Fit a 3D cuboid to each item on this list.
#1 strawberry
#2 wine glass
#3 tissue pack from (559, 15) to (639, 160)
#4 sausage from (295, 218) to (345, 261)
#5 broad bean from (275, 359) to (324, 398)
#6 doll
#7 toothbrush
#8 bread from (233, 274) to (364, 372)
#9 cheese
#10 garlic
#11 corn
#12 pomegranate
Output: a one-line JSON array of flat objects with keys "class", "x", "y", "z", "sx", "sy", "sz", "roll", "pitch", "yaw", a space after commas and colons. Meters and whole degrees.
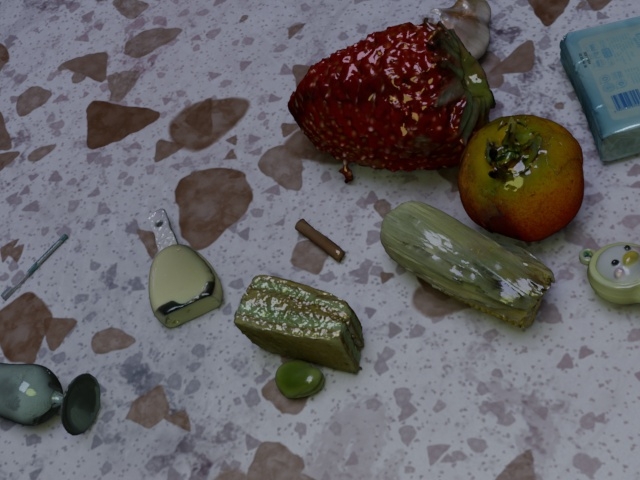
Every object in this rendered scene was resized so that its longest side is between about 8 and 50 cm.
[{"class": "strawberry", "x": 0.126, "y": -0.225, "z": 1.742, "sx": 0.343, "sy": 0.292, "sz": 0.292, "roll": -25, "pitch": 47, "yaw": 30}, {"class": "wine glass", "x": -0.487, "y": 0.254, "z": 1.639, "sx": 0.231, "sy": 0.103, "sz": 0.103, "roll": 5, "pitch": 56, "yaw": 24}, {"class": "tissue pack", "x": 0.540, "y": -0.270, "z": 1.736, "sx": 0.177, "sy": 0.089, "sz": 0.263, "roll": -13, "pitch": 50, "yaw": 5}, {"class": "sausage", "x": 0.000, "y": 0.000, "z": 1.731, "sx": 0.026, "sy": 0.026, "sz": 0.116, "roll": -42, "pitch": 56, "yaw": -15}, {"class": "broad bean", "x": -0.035, "y": 0.221, "z": 1.569, "sx": 0.083, "sy": 0.045, "sz": 0.063, "roll": 4, "pitch": 68, "yaw": 28}, {"class": "doll", "x": 0.516, "y": 0.072, "z": 1.472, "sx": 0.296, "sy": 0.117, "sz": 0.141, "roll": 28, "pitch": 64, "yaw": 30}, {"class": "toothbrush", "x": -0.537, "y": 0.047, "z": 1.858, "sx": 0.014, "sy": 0.011, "sz": 0.167, "roll": 26, "pitch": 66, "yaw": 36}, {"class": "bread", "x": -0.026, "y": 0.132, "z": 1.574, "sx": 0.196, "sy": 0.138, "sz": 0.102, "roll": 13, "pitch": 70, "yaw": 23}, {"class": "cheese", "x": -0.261, "y": 0.035, "z": 1.763, "sx": 0.127, "sy": 0.054, "sz": 0.251, "roll": -24, "pitch": 51, "yaw": -2}, {"class": "garlic", "x": 0.273, "y": -0.417, "z": 1.916, "sx": 0.124, "sy": 0.099, "sz": 0.174, "roll": 16, "pitch": 59, "yaw": 8}, {"class": "corn", "x": 0.231, "y": 0.034, "z": 1.576, "sx": 0.305, "sy": 0.123, "sz": 0.122, "roll": 29, "pitch": 92, "yaw": 31}, {"class": "pomegranate", "x": 0.321, "y": -0.105, "z": 1.586, "sx": 0.210, "sy": 0.235, "sz": 0.210, "roll": -6, "pitch": 69, "yaw": 16}]
